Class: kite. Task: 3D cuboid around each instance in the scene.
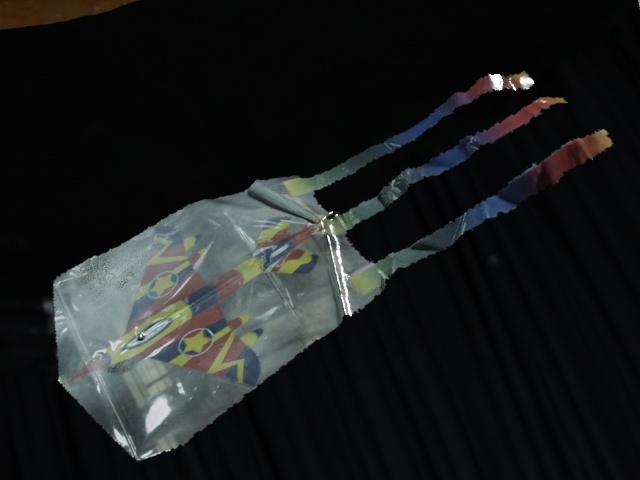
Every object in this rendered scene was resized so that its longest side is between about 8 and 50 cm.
[{"bbox_3d":[0.000,-0.001,0.688,0.245,0.141,0.015,-28,-49,-7],"label":"kite"}]

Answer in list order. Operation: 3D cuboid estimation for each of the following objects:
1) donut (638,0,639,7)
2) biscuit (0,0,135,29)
[{"bbox_3d":[0.200,-0.063,0.521,0.085,0.233,0.199,-46,-29,-14],"label":"donut"},{"bbox_3d":[-0.203,-0.338,1.077,0.349,0.455,0.078,3,-25,-16],"label":"biscuit"}]
